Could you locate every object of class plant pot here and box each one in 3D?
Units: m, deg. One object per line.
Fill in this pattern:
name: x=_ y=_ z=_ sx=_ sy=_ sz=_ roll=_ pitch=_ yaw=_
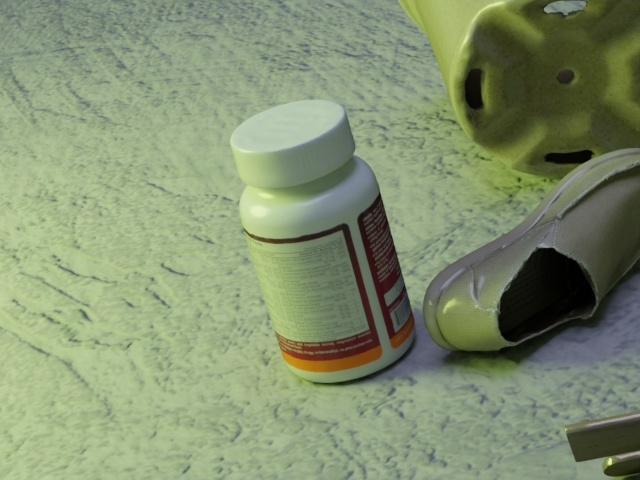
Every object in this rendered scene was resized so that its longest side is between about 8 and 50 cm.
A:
plant pot: x=0.231 y=-0.237 z=1.989 sx=0.333 sy=0.334 sz=0.305 roll=-12 pitch=36 yaw=8

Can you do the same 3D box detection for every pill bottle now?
pill bottle: x=0.000 y=0.000 z=1.697 sx=0.121 sy=0.221 sz=0.121 roll=-13 pitch=25 yaw=6

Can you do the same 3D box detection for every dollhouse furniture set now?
dollhouse furniture set: x=0.236 y=0.088 z=1.468 sx=0.123 sy=0.144 sz=0.151 roll=-13 pitch=61 yaw=8

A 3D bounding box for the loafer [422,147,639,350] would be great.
loafer: x=0.213 y=0.018 z=1.691 sx=0.268 sy=0.102 sz=0.092 roll=-36 pitch=31 yaw=-18
